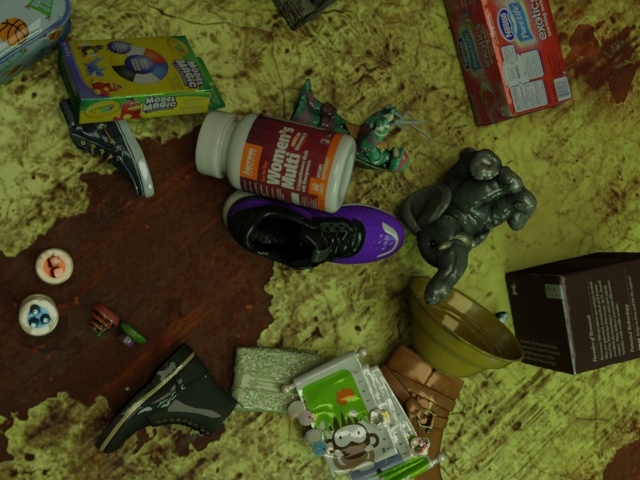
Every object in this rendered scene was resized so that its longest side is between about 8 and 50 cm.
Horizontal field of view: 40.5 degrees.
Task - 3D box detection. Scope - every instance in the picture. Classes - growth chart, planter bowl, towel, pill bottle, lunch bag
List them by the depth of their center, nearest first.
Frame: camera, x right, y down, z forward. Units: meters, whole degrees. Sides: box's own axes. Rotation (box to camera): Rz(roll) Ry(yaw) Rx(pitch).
[{"bbox_3d":[-0.509,-0.328,1.196,0.303,0.115,0.243,-38,98,-14],"label":"lunch bag"},{"bbox_3d":[-0.067,-0.123,1.299,0.221,0.121,0.121,14,84,9],"label":"pill bottle"},{"bbox_3d":[0.059,0.289,1.351,0.172,0.021,0.237,-34,84,-3],"label":"growth chart"},{"bbox_3d":[-0.070,0.223,1.378,0.148,0.027,0.110,9,86,-18],"label":"towel"},{"bbox_3d":[0.214,0.158,1.406,0.217,0.217,0.090,26,109,-16],"label":"planter bowl"}]

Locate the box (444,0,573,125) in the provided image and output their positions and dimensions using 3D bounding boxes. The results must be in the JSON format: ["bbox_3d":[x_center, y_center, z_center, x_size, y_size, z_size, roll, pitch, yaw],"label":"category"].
[{"bbox_3d":[0.311,-0.335,1.460,0.128,0.123,0.256,-18,95,-18],"label":"box"}]

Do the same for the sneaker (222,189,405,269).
[{"bbox_3d":[0.000,0.001,1.329,0.294,0.146,0.102,6,109,-15],"label":"sneaker"}]

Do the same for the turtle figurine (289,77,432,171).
[{"bbox_3d":[0.069,-0.171,1.371,0.234,0.175,0.118,23,102,-8],"label":"turtle figurine"}]

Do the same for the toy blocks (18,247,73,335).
[{"bbox_3d":[-0.383,0.071,1.212,0.054,0.148,0.123,20,84,-18],"label":"toy blocks"}]

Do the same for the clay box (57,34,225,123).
[{"bbox_3d":[-0.256,-0.239,1.264,0.222,0.053,0.127,-11,55,-26],"label":"clay box"}]

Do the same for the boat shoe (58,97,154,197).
[{"bbox_3d":[-0.317,-0.137,1.285,0.083,0.065,0.183,-25,90,-17],"label":"boat shoe"}]

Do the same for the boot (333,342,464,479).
[{"bbox_3d":[0.173,0.323,1.426,0.283,0.109,0.220,35,78,-5],"label":"boot"}]

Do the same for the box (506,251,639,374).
[{"bbox_3d":[0.458,0.118,1.479,0.203,0.168,0.167,-11,94,-18],"label":"box"}]

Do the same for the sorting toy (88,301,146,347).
[{"bbox_3d":[-0.309,0.132,1.283,0.042,0.061,0.102,-51,122,-11],"label":"sorting toy"}]

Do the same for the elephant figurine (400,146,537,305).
[{"bbox_3d":[0.214,-0.029,1.403,0.239,0.186,0.169,-43,81,3],"label":"elephant figurine"}]

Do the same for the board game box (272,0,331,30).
[{"bbox_3d":[0.048,-0.463,1.286,0.232,0.291,0.141,-39,101,-15],"label":"board game box"}]

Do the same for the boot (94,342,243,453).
[{"bbox_3d":[-0.224,0.270,1.293,0.137,0.077,0.198,45,77,-6],"label":"boot"}]

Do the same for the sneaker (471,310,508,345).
[{"bbox_3d":[0.303,0.175,1.499,0.098,0.038,0.069,-44,104,-4],"label":"sneaker"}]
